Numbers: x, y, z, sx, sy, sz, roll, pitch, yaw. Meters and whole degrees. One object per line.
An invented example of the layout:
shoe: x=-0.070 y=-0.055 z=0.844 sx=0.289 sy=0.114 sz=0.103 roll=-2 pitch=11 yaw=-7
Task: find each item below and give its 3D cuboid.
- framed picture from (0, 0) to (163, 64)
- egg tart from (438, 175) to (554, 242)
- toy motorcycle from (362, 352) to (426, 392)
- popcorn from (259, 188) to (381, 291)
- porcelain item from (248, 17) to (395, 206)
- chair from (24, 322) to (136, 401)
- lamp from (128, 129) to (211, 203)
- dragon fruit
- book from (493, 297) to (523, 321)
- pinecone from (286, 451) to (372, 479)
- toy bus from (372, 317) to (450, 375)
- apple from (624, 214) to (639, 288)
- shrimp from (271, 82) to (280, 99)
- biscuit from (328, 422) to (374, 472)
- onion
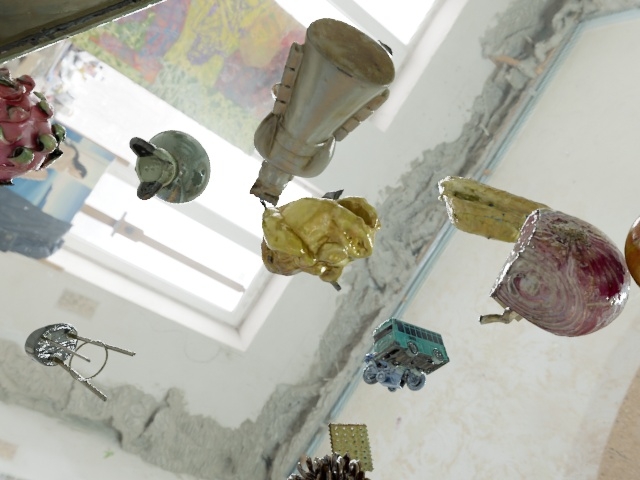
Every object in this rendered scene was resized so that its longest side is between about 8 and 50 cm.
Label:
framed picture: x=-0.193 y=-0.243 z=0.383 sx=0.335 sy=0.022 sz=0.247 roll=-32 pitch=-173 yaw=-17
egg tart: x=0.551 y=-0.095 z=1.518 sx=0.388 sy=0.388 sz=0.168 roll=-134 pitch=-122 yaw=-68
toy motorcycle: x=0.247 y=0.428 z=1.571 sx=0.255 sy=0.092 sz=0.135 roll=-7 pitch=-132 yaw=43
popcorn: x=0.000 y=0.000 z=1.205 sx=0.316 sy=0.280 sz=0.297 roll=-19 pitch=175 yaw=-10
porcelain item: x=-0.016 y=-0.099 z=0.432 sx=0.213 sy=0.084 sz=0.054 roll=-44 pitch=-159 yaw=57
chair: x=-0.480 y=0.225 z=0.934 sx=0.222 sy=0.104 sz=0.095 roll=10 pitch=-152 yaw=27
lamp: x=-0.386 y=-0.188 z=1.212 sx=0.197 sy=0.198 sz=0.244 roll=-53 pitch=177 yaw=15
dragon fruit: x=-0.614 y=-0.192 z=0.864 sx=0.273 sy=0.198 sz=0.218 roll=-21 pitch=-144 yaw=5
book: x=0.643 y=0.163 z=1.470 sx=0.172 sy=0.118 sz=0.012 roll=-47 pitch=177 yaw=24
pinecone: x=0.017 y=0.640 z=1.203 sx=0.185 sy=0.213 sz=0.168 roll=-44 pitch=-133 yaw=44
toy bus: x=0.192 y=0.230 z=1.023 sx=0.079 sy=0.160 sz=0.091 roll=-47 pitch=-145 yaw=36
apple: x=0.626 y=0.027 z=0.792 sx=0.196 sy=0.196 sz=0.196 roll=-46 pitch=-155 yaw=29
shrimp: x=-0.011 y=-0.134 z=0.495 sx=0.108 sy=0.059 sz=0.023 roll=37 pitch=-97 yaw=30
biscuit: x=0.102 y=0.690 z=1.533 sx=0.144 sy=0.203 sz=0.016 roll=-8 pitch=-174 yaw=19
onion: x=0.501 y=0.070 z=0.967 sx=0.256 sy=0.231 sz=0.272 roll=-56 pitch=157 yaw=-21
